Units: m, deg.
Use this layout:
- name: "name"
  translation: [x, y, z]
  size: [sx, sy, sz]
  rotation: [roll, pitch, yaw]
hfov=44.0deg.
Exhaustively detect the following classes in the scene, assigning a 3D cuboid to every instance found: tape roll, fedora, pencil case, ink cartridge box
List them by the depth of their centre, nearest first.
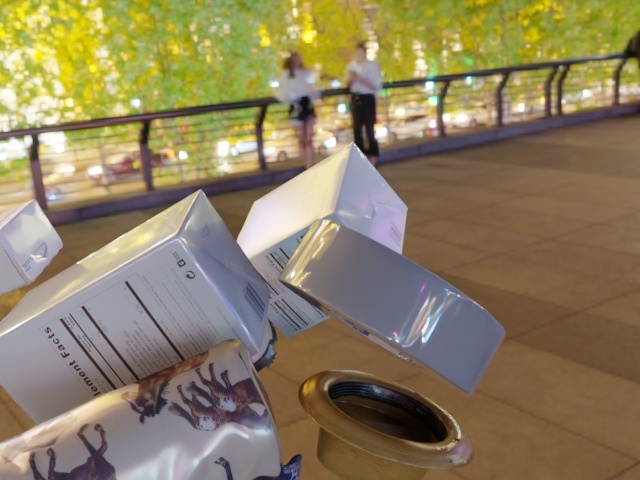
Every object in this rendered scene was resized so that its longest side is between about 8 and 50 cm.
- name: "pencil case"
  translation: [-0.227, 0.259, 0.775]
  size: [0.410, 0.183, 0.160]
  rotation: [-24, 24, -24]
- name: "tape roll"
  translation: [0.068, 0.066, 0.776]
  size: [0.219, 0.072, 0.219]
  rotation: [31, -6, 4]
- name: "fedora"
  translation: [0.060, 0.206, 0.821]
  size: [0.194, 0.079, 0.194]
  rotation: [19, 13, -5]
- name: "ink cartridge box"
  translation: [-0.571, 0.039, 1.300]
  size: [0.237, 0.100, 0.172]
  rotation: [-21, 20, 10]

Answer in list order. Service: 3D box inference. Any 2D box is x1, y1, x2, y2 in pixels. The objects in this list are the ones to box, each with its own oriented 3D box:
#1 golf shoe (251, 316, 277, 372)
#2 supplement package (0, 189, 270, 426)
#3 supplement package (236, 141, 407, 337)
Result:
- name: "golf shoe"
  translation: [-0.157, 0.085, 1.164]
  size: [0.105, 0.120, 0.273]
  rotation: [-34, 52, -1]
- name: "supplement package"
  translation: [-0.235, 0.100, 0.995]
  size: [0.293, 0.175, 0.177]
  rotation: [-29, 18, 12]
- name: "supplement package"
  translation: [0.000, 0.000, 1.167]
  size: [0.203, 0.149, 0.194]
  rotation: [-29, 25, 28]
